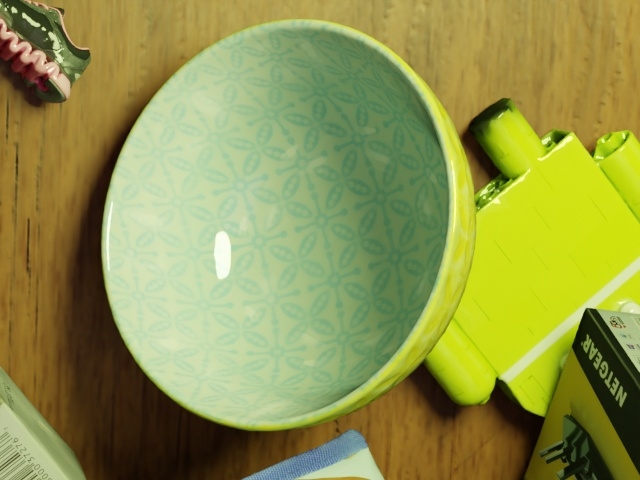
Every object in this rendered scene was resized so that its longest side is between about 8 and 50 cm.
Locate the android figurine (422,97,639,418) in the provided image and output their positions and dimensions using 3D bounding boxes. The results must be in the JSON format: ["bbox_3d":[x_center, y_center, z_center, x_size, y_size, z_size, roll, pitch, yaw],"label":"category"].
[{"bbox_3d":[0.181,0.029,1.337,0.248,0.056,0.273,-38,103,-7],"label":"android figurine"}]

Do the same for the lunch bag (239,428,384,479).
[{"bbox_3d":[-0.064,0.347,1.099,0.385,0.239,0.328,-17,67,-37],"label":"lunch bag"}]

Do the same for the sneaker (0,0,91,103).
[{"bbox_3d":[-0.215,-0.158,1.219,0.119,0.047,0.057,48,63,-16],"label":"sneaker"}]

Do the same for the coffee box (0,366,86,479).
[{"bbox_3d":[-0.312,0.228,1.177,0.297,0.168,0.119,-38,105,-6],"label":"coffee box"}]

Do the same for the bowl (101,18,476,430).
[{"bbox_3d":[0.000,0.000,1.215,0.156,0.289,0.289,21,92,-59],"label":"bowl"}]

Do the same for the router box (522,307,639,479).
[{"bbox_3d":[0.240,0.230,1.215,0.081,0.309,0.243,7,116,-17],"label":"router box"}]
